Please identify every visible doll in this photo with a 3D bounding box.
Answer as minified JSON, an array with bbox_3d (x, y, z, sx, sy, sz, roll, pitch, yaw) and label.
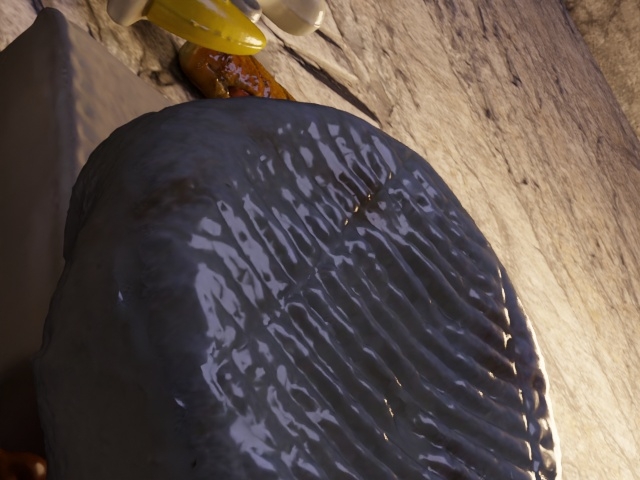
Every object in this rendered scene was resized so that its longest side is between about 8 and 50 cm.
[{"bbox_3d":[-0.131,-0.254,1.595,0.237,0.111,0.252,37,25,8],"label":"doll"}]

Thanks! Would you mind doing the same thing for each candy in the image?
[{"bbox_3d":[-0.146,0.029,1.119,0.208,0.145,0.358,38,27,-36],"label":"candy"}]

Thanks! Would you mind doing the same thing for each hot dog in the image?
[{"bbox_3d":[-0.031,-0.101,1.682,0.286,0.061,0.088,45,12,-30],"label":"hot dog"}]

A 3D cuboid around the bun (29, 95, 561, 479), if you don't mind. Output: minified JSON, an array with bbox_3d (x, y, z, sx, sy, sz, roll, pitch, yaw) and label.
[{"bbox_3d":[-0.019,0.093,0.892,0.354,0.194,0.354,31,46,-40],"label":"bun"}]

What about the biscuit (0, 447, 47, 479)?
[{"bbox_3d":[-0.125,0.262,0.869,0.318,0.110,0.312,37,27,-40],"label":"biscuit"}]
